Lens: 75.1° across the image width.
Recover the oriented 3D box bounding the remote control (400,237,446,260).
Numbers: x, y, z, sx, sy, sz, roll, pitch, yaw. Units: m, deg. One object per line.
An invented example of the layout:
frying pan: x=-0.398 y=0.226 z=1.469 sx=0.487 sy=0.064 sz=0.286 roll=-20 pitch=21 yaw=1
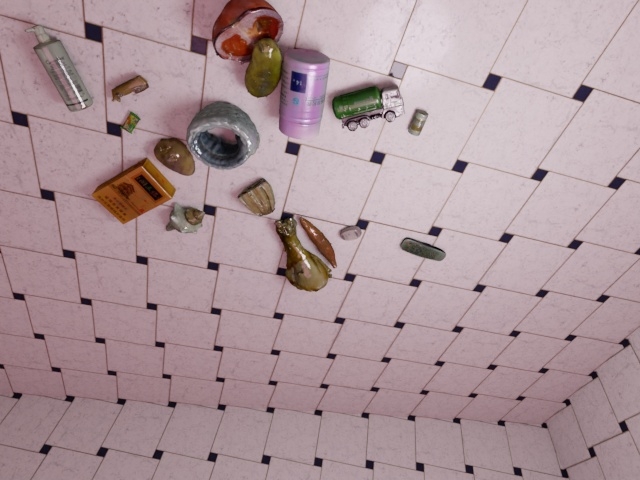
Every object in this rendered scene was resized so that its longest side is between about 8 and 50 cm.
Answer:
remote control: x=0.472 y=0.042 z=1.909 sx=0.221 sy=0.042 sz=0.072 roll=18 pitch=128 yaw=-13

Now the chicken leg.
chicken leg: x=-0.092 y=0.066 z=1.874 sx=0.201 sy=0.153 sz=0.430 roll=-19 pitch=120 yaw=10

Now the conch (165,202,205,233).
conch: x=-0.582 y=-0.088 z=1.755 sx=0.233 sy=0.114 sz=0.137 roll=-5 pitch=117 yaw=11

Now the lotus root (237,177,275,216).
lotus root: x=-0.250 y=-0.172 z=1.709 sx=0.142 sy=0.070 sz=0.144 roll=-22 pitch=123 yaw=10

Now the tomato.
tomato: x=-0.227 y=-0.652 z=1.267 sx=0.227 sy=0.112 sz=0.199 roll=-23 pitch=169 yaw=16

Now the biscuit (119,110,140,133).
biscuit: x=-0.694 y=-0.429 z=1.523 sx=0.046 sy=0.016 sz=0.089 roll=35 pitch=122 yaw=-26

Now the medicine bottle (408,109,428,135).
medicine bottle: x=0.354 y=-0.426 z=1.511 sx=0.047 sy=0.047 sz=0.083 roll=11 pitch=130 yaw=-9

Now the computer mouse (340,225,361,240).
computer mouse: x=0.135 y=-0.035 z=1.846 sx=0.096 sy=0.039 sz=0.066 roll=-14 pitch=129 yaw=21

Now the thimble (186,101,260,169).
thimble: x=-0.340 y=-0.366 z=1.477 sx=0.249 sy=0.172 sz=0.205 roll=12 pitch=127 yaw=-8

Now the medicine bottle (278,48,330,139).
medicine bottle: x=-0.059 y=-0.484 z=1.391 sx=0.152 sy=0.152 sz=0.254 roll=5 pitch=130 yaw=-5

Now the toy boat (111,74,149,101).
toy boat: x=-0.659 y=-0.517 z=1.429 sx=0.149 sy=0.047 sz=0.049 roll=-19 pitch=128 yaw=14

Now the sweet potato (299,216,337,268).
sweet potato: x=0.000 y=0.000 z=1.859 sx=0.072 sy=0.066 sz=0.314 roll=-26 pitch=123 yaw=12

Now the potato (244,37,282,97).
potato: x=-0.182 y=-0.551 z=1.341 sx=0.117 sy=0.090 sz=0.225 roll=-13 pitch=161 yaw=-23

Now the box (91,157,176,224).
box: x=-0.751 y=-0.195 z=1.682 sx=0.273 sy=0.076 sz=0.174 roll=-23 pitch=128 yaw=18

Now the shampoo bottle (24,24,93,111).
shampoo bottle: x=-0.852 y=-0.563 z=1.366 sx=0.085 sy=0.085 sz=0.263 roll=-8 pitch=129 yaw=6

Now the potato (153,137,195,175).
potato: x=-0.543 y=-0.310 z=1.577 sx=0.172 sy=0.089 sz=0.100 roll=35 pitch=119 yaw=-25

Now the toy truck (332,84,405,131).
toy truck: x=0.165 y=-0.465 z=1.446 sx=0.242 sy=0.101 sz=0.125 roll=-10 pitch=118 yaw=11
